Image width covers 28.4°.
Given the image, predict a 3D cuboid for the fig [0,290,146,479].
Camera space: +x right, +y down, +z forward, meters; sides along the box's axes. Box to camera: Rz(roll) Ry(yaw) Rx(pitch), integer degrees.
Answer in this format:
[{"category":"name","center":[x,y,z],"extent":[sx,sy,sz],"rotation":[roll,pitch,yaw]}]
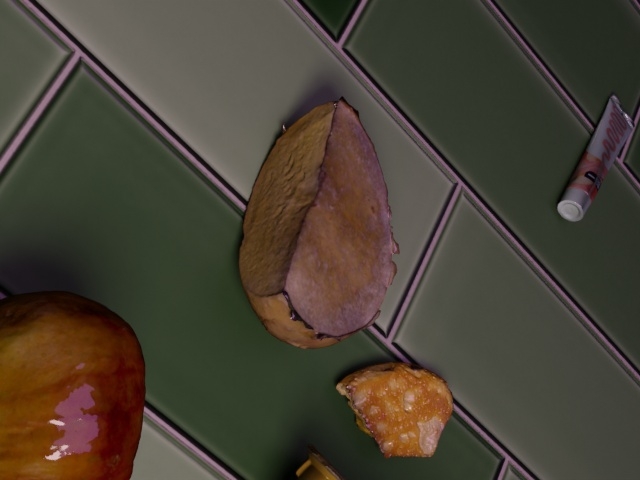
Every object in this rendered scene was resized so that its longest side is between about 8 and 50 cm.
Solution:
[{"category":"fig","center":[-0.274,0.120,0.931],"extent":[0.290,0.190,0.190],"rotation":[9,74,-1]}]

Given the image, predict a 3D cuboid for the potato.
[{"category":"potato","center":[0.000,0.000,1.210],"extent":[0.138,0.098,0.243],"rotation":[39,53,-35]}]

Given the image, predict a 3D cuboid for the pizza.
[{"category":"pizza","center":[0.078,0.173,1.291],"extent":[0.160,0.036,0.099],"rotation":[5,79,-41]}]

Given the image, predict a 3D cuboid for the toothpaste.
[{"category":"toothpaste","center":[0.347,-0.102,1.580],"extent":[0.056,0.036,0.205],"rotation":[52,50,-21]}]

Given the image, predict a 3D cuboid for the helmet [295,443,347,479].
[{"category":"helmet","center":[0.025,0.311,1.145],"extent":[0.140,0.205,0.257],"rotation":[-43,136,-9]}]
